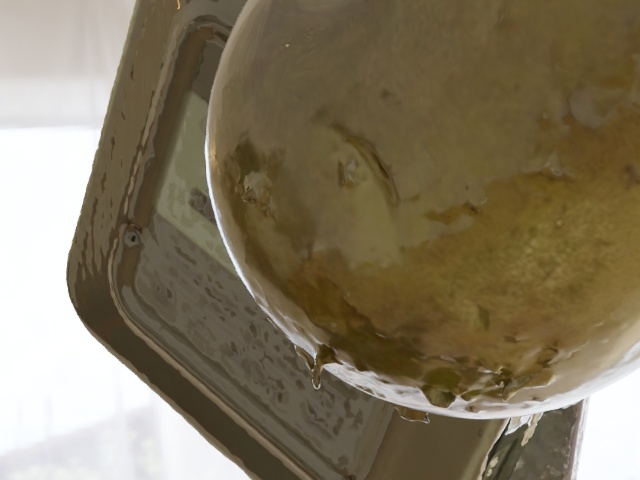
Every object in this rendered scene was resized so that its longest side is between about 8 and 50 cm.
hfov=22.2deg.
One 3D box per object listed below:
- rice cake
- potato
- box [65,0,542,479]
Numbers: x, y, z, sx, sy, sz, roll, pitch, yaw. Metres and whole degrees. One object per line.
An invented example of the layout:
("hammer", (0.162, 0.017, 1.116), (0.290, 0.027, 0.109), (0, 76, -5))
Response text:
("rice cake", (0.185, 0.063, 1.234), (0.064, 0.399, 0.070), (8, -13, 10))
("potato", (0.113, -0.092, 0.707), (0.359, 0.270, 0.219), (-43, -46, 21))
("box", (0.000, 0.001, 1.170), (0.111, 0.396, 0.397), (-21, -40, -47))
